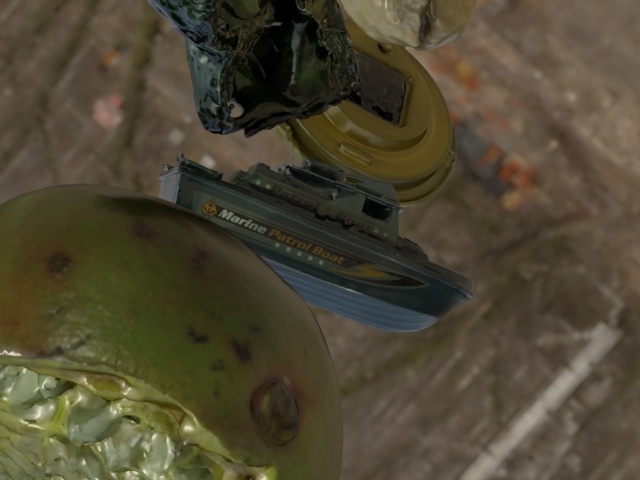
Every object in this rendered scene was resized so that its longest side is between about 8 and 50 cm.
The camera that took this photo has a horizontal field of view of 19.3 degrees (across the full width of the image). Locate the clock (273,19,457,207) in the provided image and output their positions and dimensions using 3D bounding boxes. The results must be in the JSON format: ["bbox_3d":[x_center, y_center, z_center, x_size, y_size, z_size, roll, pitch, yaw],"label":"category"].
[{"bbox_3d":[0.047,-0.141,1.886,0.237,0.057,0.237,18,-131,-23],"label":"clock"}]

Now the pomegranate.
[{"bbox_3d":[-0.141,0.093,1.217,0.358,0.216,0.310,-3,135,45],"label":"pomegranate"}]

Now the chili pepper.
[{"bbox_3d":[-0.065,-0.173,1.366,0.264,0.116,0.148,38,-151,-58],"label":"chili pepper"}]

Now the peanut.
[{"bbox_3d":[0.052,-0.312,1.719,0.149,0.149,0.313,42,-153,-74],"label":"peanut"}]

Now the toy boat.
[{"bbox_3d":[0.000,-0.004,1.617,0.296,0.122,0.114,19,175,-12],"label":"toy boat"}]
